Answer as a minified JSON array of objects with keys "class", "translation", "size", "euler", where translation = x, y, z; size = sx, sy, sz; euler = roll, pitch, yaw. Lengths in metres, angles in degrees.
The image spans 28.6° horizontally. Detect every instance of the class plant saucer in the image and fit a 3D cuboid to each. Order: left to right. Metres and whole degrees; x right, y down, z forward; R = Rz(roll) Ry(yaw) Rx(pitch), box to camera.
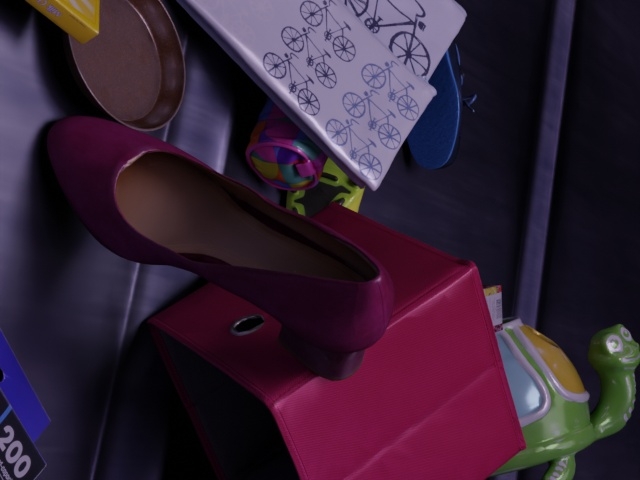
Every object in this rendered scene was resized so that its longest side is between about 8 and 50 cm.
[{"class":"plant saucer","translation":[-0.198,-0.187,1.242],"size":[0.168,0.029,0.168],"euler":[25,58,-50]}]

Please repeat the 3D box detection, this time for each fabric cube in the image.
[{"class":"fabric cube","translation":[0.019,0.151,1.322],"size":[0.258,0.254,0.259],"euler":[-33,122,-22]}]

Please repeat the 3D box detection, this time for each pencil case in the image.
[{"class":"pencil case","translation":[-0.009,-0.174,1.501],"size":[0.104,0.104,0.236],"euler":[52,50,-45]}]

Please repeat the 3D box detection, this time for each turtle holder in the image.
[{"class":"turtle holder","translation":[0.277,0.226,1.771],"size":[0.243,0.320,0.227],"euler":[-12,87,-55]}]

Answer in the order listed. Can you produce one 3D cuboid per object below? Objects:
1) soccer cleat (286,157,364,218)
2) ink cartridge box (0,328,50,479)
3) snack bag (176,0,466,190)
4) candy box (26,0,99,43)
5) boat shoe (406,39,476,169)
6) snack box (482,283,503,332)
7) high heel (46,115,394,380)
[{"class":"soccer cleat","translation":[-0.001,0.000,1.555],"size":[0.121,0.093,0.289],"euler":[91,8,-68]},{"class":"ink cartridge box","translation":[-0.314,0.149,1.062],"size":[0.208,0.045,0.206],"euler":[-56,134,-44]},{"class":"snack bag","translation":[0.023,-0.275,1.474],"size":[0.323,0.037,0.342],"euler":[45,53,-16]},{"class":"candy box","translation":[-0.270,-0.268,1.097],"size":[0.206,0.027,0.105],"euler":[37,39,-45]},{"class":"boat shoe","translation":[0.177,-0.231,1.802],"size":[0.089,0.109,0.258],"euler":[-3,95,-62]},{"class":"snack box","translation":[0.119,0.098,1.640],"size":[0.207,0.174,0.070],"euler":[-10,98,-59]},{"class":"high heel","translation":[-0.093,-0.032,1.109],"size":[0.127,0.377,0.181],"euler":[-52,169,-28]}]
